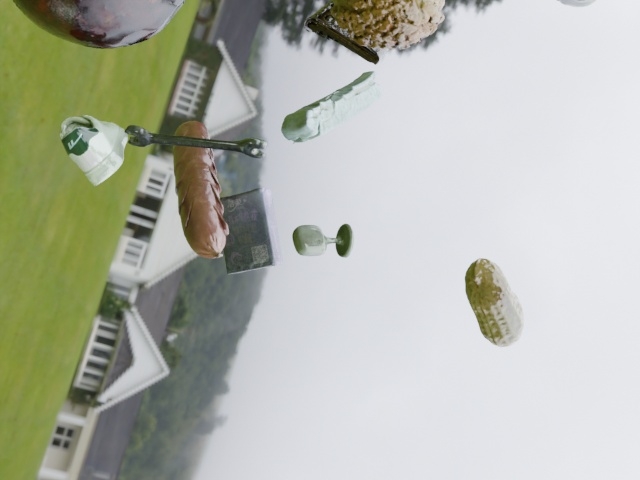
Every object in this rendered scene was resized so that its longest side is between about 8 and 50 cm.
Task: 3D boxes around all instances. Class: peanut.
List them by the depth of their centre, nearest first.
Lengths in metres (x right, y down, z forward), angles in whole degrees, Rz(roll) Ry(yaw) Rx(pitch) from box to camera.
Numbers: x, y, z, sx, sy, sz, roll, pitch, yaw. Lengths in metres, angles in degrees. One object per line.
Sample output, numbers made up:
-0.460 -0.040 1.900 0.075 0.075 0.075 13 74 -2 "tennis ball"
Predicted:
0.323 0.114 1.558 0.093 0.194 0.083 -34 -152 -21 "peanut"

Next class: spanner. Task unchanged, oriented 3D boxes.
-0.204 -0.160 1.378 0.054 0.254 0.015 69 32 -59 "spanner"

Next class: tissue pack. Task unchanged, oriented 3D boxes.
-0.140 -0.019 1.657 0.051 0.112 0.156 -4 84 -64 "tissue pack"

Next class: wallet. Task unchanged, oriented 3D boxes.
0.073 -0.366 1.393 0.039 0.133 0.243 -59 178 36 "wallet"

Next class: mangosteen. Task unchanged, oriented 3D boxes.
-0.219 -0.285 0.831 0.210 0.209 0.210 -162 -90 -74 "mangosteen"

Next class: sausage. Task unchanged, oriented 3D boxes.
-0.233 -0.106 1.601 0.088 0.087 0.433 -62 -152 30 "sausage"

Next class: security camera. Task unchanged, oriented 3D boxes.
0.000 0.000 1.303 0.058 0.092 0.058 -177 -90 -66 "security camera"

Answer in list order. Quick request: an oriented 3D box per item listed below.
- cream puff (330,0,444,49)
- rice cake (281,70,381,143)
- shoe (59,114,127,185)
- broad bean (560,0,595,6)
0.082 -0.297 1.058 0.165 0.150 0.115 -1 104 -73 "cream puff"
0.028 -0.247 1.567 0.066 0.063 0.336 -13 -163 30 "rice cake"
-0.418 -0.190 1.536 0.095 0.110 0.265 -39 -152 0 "shoe"
0.368 -0.371 1.211 0.325 0.075 0.067 -42 127 -73 "broad bean"
